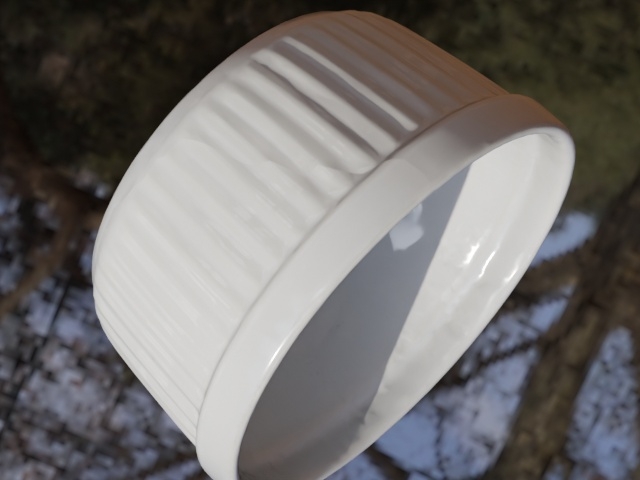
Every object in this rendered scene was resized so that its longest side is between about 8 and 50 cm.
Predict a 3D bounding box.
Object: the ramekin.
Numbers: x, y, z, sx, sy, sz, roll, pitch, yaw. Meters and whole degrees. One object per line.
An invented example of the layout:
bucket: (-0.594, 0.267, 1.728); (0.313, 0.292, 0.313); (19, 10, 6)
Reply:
ramekin: (0.000, 0.000, 0.817); (0.109, 0.207, 0.207); (42, -159, 20)
